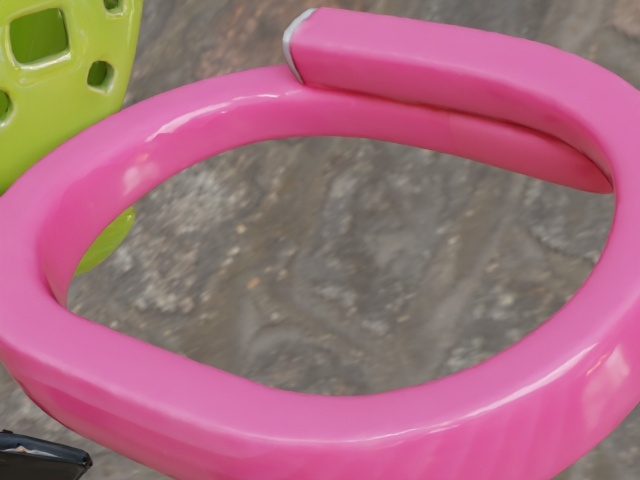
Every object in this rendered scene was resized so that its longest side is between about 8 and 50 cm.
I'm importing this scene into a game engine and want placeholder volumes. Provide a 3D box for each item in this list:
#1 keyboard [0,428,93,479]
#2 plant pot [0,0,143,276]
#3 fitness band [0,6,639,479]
[{"bbox_3d":[-0.203,0.139,0.994,0.100,0.192,0.038,13,52,-29],"label":"keyboard"},{"bbox_3d":[-0.205,-0.088,0.816,0.228,0.227,0.207,-10,112,-21],"label":"plant pot"},{"bbox_3d":[0.000,0.000,0.670,0.209,0.291,0.054,-46,132,-30],"label":"fitness band"}]
